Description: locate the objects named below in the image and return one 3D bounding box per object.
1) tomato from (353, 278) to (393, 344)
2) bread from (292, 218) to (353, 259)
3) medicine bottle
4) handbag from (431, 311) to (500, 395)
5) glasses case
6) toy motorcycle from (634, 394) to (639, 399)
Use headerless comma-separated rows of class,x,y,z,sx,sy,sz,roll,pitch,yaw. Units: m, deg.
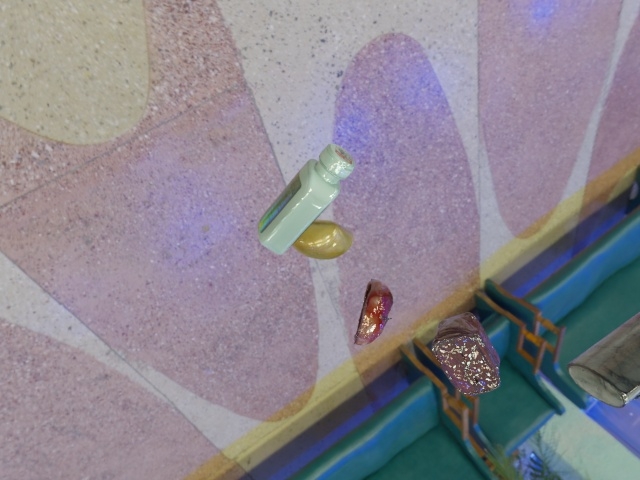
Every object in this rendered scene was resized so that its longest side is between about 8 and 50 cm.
tomato,0.179,0.243,1.500,0.101,0.228,0.227,19,115,2
bread,0.000,0.000,1.175,0.217,0.148,0.097,18,81,-68
medicine bottle,-0.029,-0.084,0.887,0.083,0.121,0.229,33,119,-18
handbag,0.433,0.338,1.357,0.147,0.135,0.224,-25,103,30
glasses case,0.631,0.218,0.912,0.300,0.114,0.060,-22,124,-25
toy motorcycle,0.868,0.340,1.239,0.169,0.113,0.315,-32,132,-5
